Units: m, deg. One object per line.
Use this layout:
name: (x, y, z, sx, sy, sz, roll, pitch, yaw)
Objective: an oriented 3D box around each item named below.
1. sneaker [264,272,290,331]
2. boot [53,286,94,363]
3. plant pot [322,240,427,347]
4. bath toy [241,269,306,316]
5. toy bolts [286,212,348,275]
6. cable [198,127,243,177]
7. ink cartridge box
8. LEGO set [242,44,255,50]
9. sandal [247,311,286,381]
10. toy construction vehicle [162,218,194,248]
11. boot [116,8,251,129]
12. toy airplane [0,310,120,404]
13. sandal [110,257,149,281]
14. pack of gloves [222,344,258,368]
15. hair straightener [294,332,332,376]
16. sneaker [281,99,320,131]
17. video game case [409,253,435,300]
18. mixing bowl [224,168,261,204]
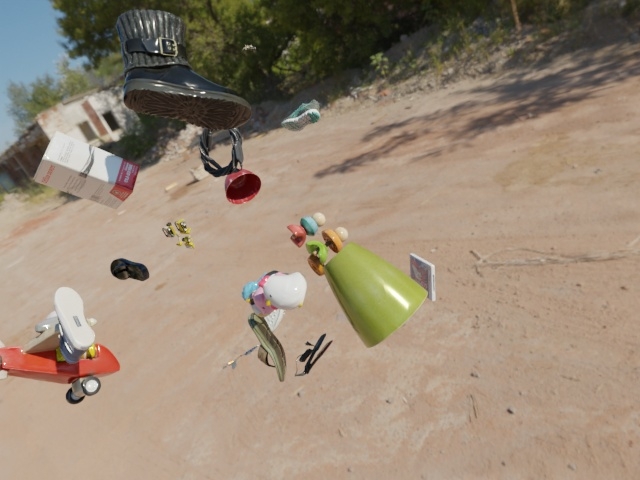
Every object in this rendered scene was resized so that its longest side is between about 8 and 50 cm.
sneaker: (-0.206, 0.338, 2.278, 0.130, 0.323, 0.236, 6, -7, 25)
boot: (-0.642, 0.214, 1.061, 0.086, 0.069, 0.190, -47, 61, 20)
plant pot: (0.153, 0.155, 1.400, 0.275, 0.293, 0.275, -43, -5, -4)
bath toy: (-0.148, 0.154, 1.240, 0.348, 0.129, 0.151, 160, 126, -70)
toy bolts: (0.000, 0.000, 1.646, 0.158, 0.218, 0.228, -36, 61, -18)
cable: (-0.321, -0.298, 1.343, 0.150, 0.184, 0.047, -9, 6, 20)
ink cartridge box: (-0.796, -0.230, 1.432, 0.197, 0.273, 0.114, -22, 56, 45)
LEGO set: (-0.287, -0.778, 1.684, 0.054, 0.023, 0.083, -13, 18, -13)
sandal: (-0.217, 0.424, 1.665, 0.086, 0.303, 0.120, -27, 8, 9)
toy construction vehicle: (-0.398, -0.022, 1.193, 0.086, 0.098, 0.035, 0, 41, 25)
boot: (-0.358, -0.459, 1.128, 0.348, 0.260, 0.131, 5, -23, -35)
toy airplane: (-0.880, 0.341, 1.324, 0.386, 0.384, 0.272, -2, 55, -3)
sandal: (-0.810, 0.126, 1.740, 0.254, 0.097, 0.054, -2, 21, 37)
pack of gloves: (-0.429, 0.649, 2.283, 0.195, 0.046, 0.232, -27, -10, -30)
hair straightener: (-0.042, 0.447, 1.665, 0.230, 0.089, 0.047, -43, 2, -42)
sneaker: (-0.063, -0.427, 1.429, 0.166, 0.065, 0.076, -8, 63, 37)
video game case: (0.497, 0.177, 2.049, 0.023, 0.183, 0.201, -11, 18, -15)
mixing bowl: (-0.380, -0.270, 1.972, 0.181, 0.181, 0.098, -30, 58, -13)
